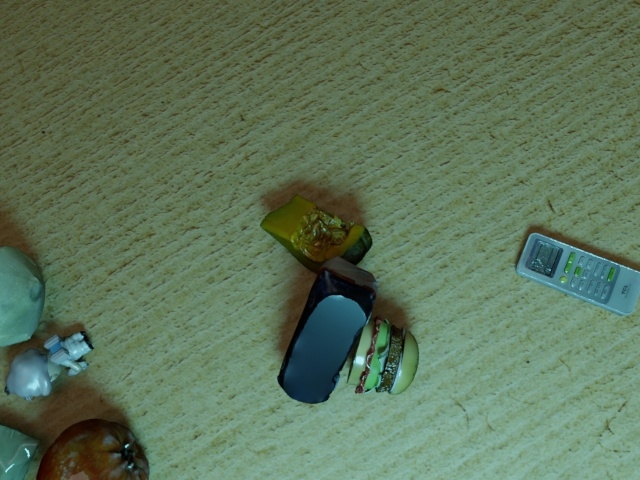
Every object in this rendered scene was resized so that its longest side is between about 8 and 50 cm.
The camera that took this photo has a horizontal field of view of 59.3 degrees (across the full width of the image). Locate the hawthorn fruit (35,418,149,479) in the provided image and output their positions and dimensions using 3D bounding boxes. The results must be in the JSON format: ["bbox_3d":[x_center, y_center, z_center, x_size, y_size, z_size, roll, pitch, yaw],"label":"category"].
[{"bbox_3d":[-0.507,0.519,1.185,0.271,0.242,0.242,-34,72,2],"label":"hawthorn fruit"}]

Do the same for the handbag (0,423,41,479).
[{"bbox_3d":[-0.804,0.556,1.279,0.253,0.109,0.316,20,85,18],"label":"handbag"}]

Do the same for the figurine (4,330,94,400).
[{"bbox_3d":[-0.651,0.297,1.329,0.229,0.112,0.137,-33,67,-11],"label":"figurine"}]

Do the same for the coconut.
[{"bbox_3d":[-0.771,0.134,1.324,0.247,0.245,0.245,-4,74,7],"label":"coconut"}]

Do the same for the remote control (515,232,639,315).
[{"bbox_3d":[0.562,0.072,1.227,0.250,0.034,0.103,24,80,15],"label":"remote control"}]

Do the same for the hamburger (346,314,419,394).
[{"bbox_3d":[0.137,0.247,1.184,0.137,0.175,0.175,14,77,3],"label":"hamburger"}]

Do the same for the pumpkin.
[{"bbox_3d":[-0.003,-0.001,1.301,0.248,0.126,0.131,32,76,33],"label":"pumpkin"}]

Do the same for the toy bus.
[{"bbox_3d":[0.014,0.188,1.173,0.127,0.147,0.303,22,115,1],"label":"toy bus"}]
